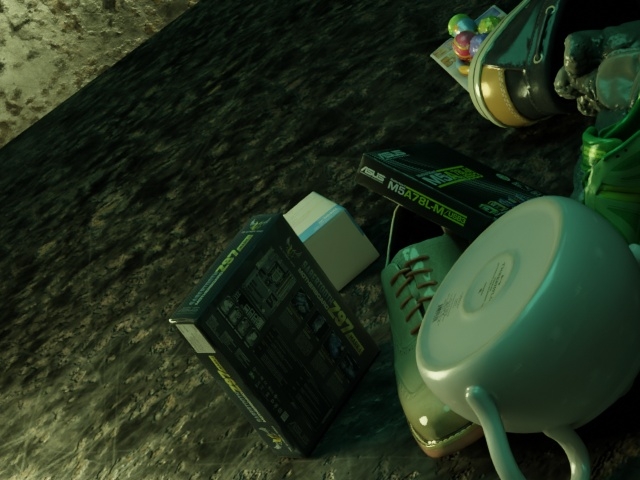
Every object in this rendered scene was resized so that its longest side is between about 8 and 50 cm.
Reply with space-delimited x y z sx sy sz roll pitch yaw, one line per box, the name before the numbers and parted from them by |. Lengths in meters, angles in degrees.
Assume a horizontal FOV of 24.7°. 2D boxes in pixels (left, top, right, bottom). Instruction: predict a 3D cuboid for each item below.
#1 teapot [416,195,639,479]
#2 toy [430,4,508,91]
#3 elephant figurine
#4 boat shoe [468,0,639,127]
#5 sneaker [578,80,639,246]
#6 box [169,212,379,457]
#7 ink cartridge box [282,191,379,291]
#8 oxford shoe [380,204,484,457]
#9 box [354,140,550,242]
teapot | 0.228 0.097 1.415 0.256 0.187 0.252 -50 16 5
toy | 0.251 -0.320 2.324 0.137 0.056 0.237 -37 23 4
elephant figurine | 0.378 -0.149 1.743 0.169 0.186 0.239 5 37 -9
boat shoe | 0.398 -0.352 2.029 0.500 0.187 0.156 -52 32 -19
sneaker | 0.321 -0.063 1.612 0.295 0.123 0.109 -59 21 -1
box | -0.049 0.112 1.721 0.059 0.233 0.183 -4 40 47
ink cartridge box | 0.000 0.000 2.039 0.090 0.092 0.143 -40 24 -7
oxford shoe | 0.119 0.090 1.630 0.140 0.146 0.397 -32 24 14
box | 0.164 -0.060 1.747 0.190 0.184 0.045 -14 -50 -57
